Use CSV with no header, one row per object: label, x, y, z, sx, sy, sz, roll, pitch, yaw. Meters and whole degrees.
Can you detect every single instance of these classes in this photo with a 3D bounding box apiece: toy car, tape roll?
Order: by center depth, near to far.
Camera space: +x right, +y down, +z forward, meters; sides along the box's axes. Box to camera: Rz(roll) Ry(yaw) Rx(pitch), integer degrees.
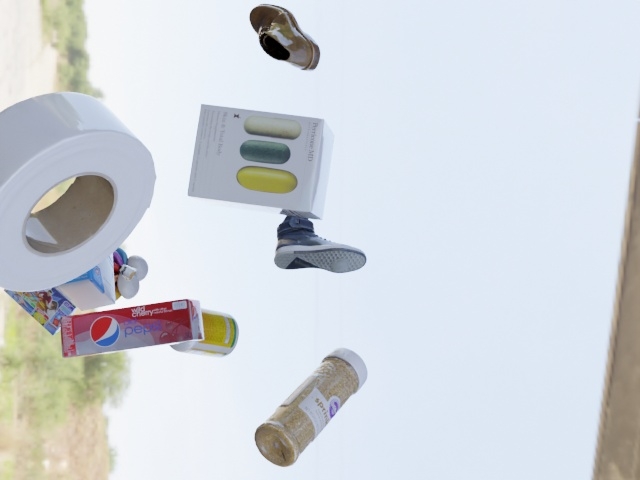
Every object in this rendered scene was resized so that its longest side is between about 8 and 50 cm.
tape roll,-0.373,-0.065,1.185,0.100,0.286,0.286,43,-41,25
toy car,-0.566,0.086,2.274,0.182,0.159,0.136,-76,146,-56

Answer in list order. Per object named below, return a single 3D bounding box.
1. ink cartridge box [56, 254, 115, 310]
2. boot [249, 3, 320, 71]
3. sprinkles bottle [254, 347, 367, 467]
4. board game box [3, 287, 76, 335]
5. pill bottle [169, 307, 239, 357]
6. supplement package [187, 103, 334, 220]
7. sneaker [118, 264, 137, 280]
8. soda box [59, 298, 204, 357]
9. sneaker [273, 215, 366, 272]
ink cartridge box,-0.516,0.030,1.847,0.148,0.085,0.203,71,8,-63
boot,-0.125,-0.556,2.259,0.305,0.115,0.112,48,-54,38
sprinkles bottle,-0.017,0.397,2.049,0.121,0.355,0.121,16,-58,27
board game box,-0.823,0.167,2.500,0.136,0.201,0.035,-46,-178,23
pill bottle,-0.310,0.223,2.091,0.117,0.208,0.118,-11,-108,35
supplement package,-0.121,-0.164,1.812,0.198,0.262,0.200,25,74,-82
sneaker,-0.419,0.065,1.826,0.032,0.037,0.083,-57,-171,-14
soda box,-0.367,0.172,1.653,0.092,0.263,0.084,46,36,-82
sneaker,0.000,-0.001,2.089,0.163,0.226,0.086,-92,-172,-50
